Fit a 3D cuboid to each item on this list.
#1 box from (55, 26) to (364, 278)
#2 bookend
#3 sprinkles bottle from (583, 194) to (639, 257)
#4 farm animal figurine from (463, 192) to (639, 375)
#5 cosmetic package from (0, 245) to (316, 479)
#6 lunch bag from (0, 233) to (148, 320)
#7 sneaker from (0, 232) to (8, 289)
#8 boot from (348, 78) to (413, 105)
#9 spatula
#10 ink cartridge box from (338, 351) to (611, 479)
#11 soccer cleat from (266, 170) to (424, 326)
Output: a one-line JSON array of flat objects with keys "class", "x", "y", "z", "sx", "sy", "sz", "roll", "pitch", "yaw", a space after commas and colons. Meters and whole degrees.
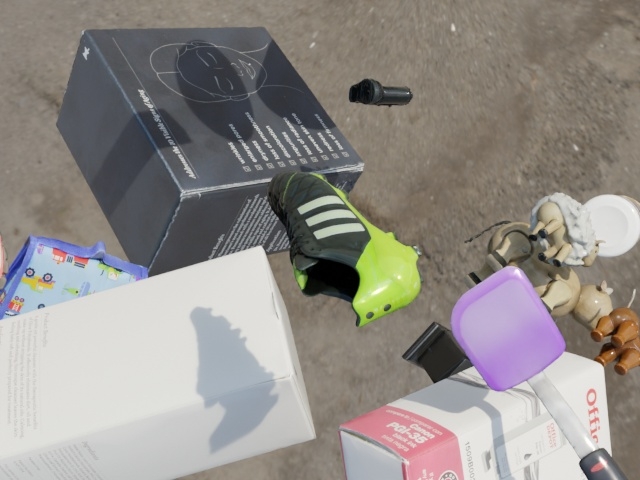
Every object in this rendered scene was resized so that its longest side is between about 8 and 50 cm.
[{"class": "box", "x": -0.251, "y": -0.212, "z": 1.937, "sx": 0.480, "sy": 0.472, "sz": 0.297, "roll": 57, "pitch": 135, "yaw": 25}, {"class": "bookend", "x": 0.216, "y": 0.210, "z": 1.206, "sx": 0.156, "sy": 0.157, "sz": 0.072, "roll": 30, "pitch": 107, "yaw": -37}, {"class": "sprinkles bottle", "x": 0.608, "y": -0.035, "z": 1.817, "sx": 0.121, "sy": 0.355, "sz": 0.121, "roll": 1, "pitch": 93, "yaw": 22}, {"class": "farm animal figurine", "x": 0.358, "y": 0.104, "z": 1.368, "sx": 0.327, "sy": 0.172, "sz": 0.330, "roll": 59, "pitch": 143, "yaw": -1}, {"class": "cosmetic package", "x": -0.208, "y": 0.165, "z": 1.013, "sx": 0.365, "sy": 0.197, "sz": 0.155, "roll": -14, "pitch": 138, "yaw": 0}, {"class": "lunch bag", "x": -0.453, "y": 0.123, "z": 1.537, "sx": 0.221, "sy": 0.138, "sz": 0.293, "roll": 22, "pitch": 113, "yaw": -32}, {"class": "sneaker", "x": -0.472, "y": 0.064, "z": 1.018, "sx": 0.116, "sy": 0.314, "sz": 0.136, "roll": -3, "pitch": 140, "yaw": 20}, {"class": "boot", "x": 0.113, "y": -0.254, "z": 1.522, "sx": 0.099, "sy": 0.121, "sz": 0.045, "roll": 1, "pitch": 95, "yaw": -19}, {"class": "spatula", "x": 0.216, "y": 0.163, "z": 0.751, "sx": 0.084, "sy": 0.030, "sz": 0.296, "roll": -33, "pitch": 72, "yaw": 3}, {"class": "ink cartridge box", "x": 0.174, "y": 0.251, "z": 0.923, "sx": 0.283, "sy": 0.117, "sz": 0.207, "roll": -17, "pitch": 104, "yaw": -31}, {"class": "soccer cleat", "x": 0.000, "y": 0.000, "z": 0.645, "sx": 0.072, "sy": 0.179, "sz": 0.060, "roll": -30, "pitch": 131, "yaw": -22}]
